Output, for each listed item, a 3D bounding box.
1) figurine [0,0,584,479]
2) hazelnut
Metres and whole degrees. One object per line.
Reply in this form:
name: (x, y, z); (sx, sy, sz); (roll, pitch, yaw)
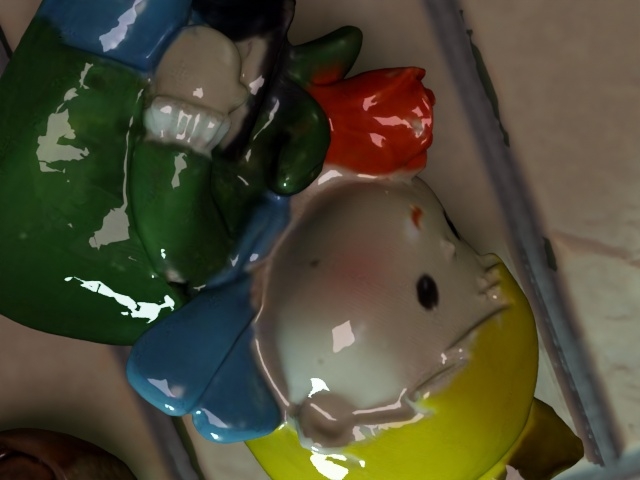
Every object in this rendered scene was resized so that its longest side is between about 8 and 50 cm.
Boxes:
figurine: (0.004, -0.006, 0.530); (0.234, 0.127, 0.185); (30, 98, 1)
hazelnut: (-0.104, 0.112, 0.588); (0.086, 0.086, 0.086); (0, 109, 0)
